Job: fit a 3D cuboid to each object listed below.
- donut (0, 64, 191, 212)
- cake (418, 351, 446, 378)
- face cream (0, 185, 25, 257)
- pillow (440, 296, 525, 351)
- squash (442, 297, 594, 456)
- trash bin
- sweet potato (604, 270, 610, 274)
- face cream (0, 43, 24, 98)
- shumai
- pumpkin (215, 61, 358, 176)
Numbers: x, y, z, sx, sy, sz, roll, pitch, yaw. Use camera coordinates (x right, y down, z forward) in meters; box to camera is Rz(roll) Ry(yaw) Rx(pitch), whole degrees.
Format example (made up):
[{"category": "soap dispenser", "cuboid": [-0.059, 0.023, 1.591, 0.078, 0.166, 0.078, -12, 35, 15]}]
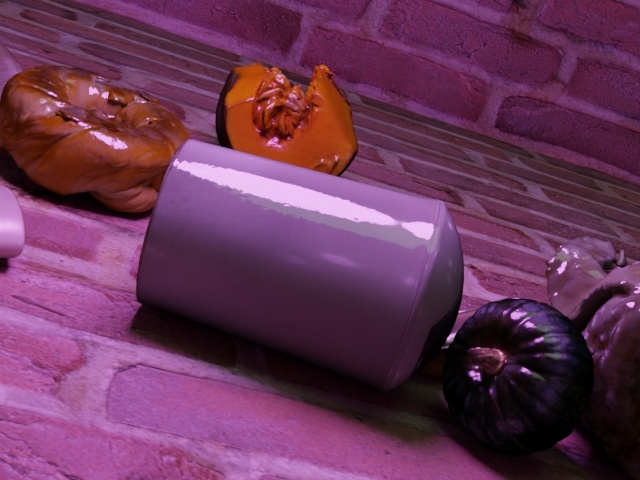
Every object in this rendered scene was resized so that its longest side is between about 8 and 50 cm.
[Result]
[{"category": "donut", "cuboid": [-0.401, -0.181, 1.852, 0.360, 0.170, 0.360, 23, 20, -9]}, {"category": "cake", "cuboid": [0.225, 0.164, 1.611, 0.184, 0.116, 0.080, 24, 19, -5]}, {"category": "face cream", "cuboid": [-0.547, -0.030, 1.372, 0.348, 0.081, 0.173, 1, 26, -45]}, {"category": "pillow", "cuboid": [0.227, 0.130, 1.601, 0.217, 0.033, 0.130, -10, 24, -2]}, {"category": "squash", "cuboid": [0.268, 0.184, 1.432, 0.218, 0.218, 0.172, 29, -14, 26]}, {"category": "trash bin", "cuboid": [-0.014, 0.034, 1.469, 0.431, 0.280, 0.280, 17, 18, 1]}, {"category": "sweet potato", "cuboid": [0.651, 0.121, 2.291, 0.057, 0.057, 0.264, 17, 18, -11]}, {"category": "face cream", "cuboid": [-0.608, -0.284, 2.087, 0.137, 0.084, 0.341, 3, 32, -38]}, {"category": "shumai", "cuboid": [0.491, 0.175, 1.606, 0.395, 0.395, 0.348, 10, -2, -28]}, {"category": "pumpkin", "cuboid": [-0.074, -0.241, 2.247, 0.303, 0.256, 0.225, -4, 23, 1]}]
